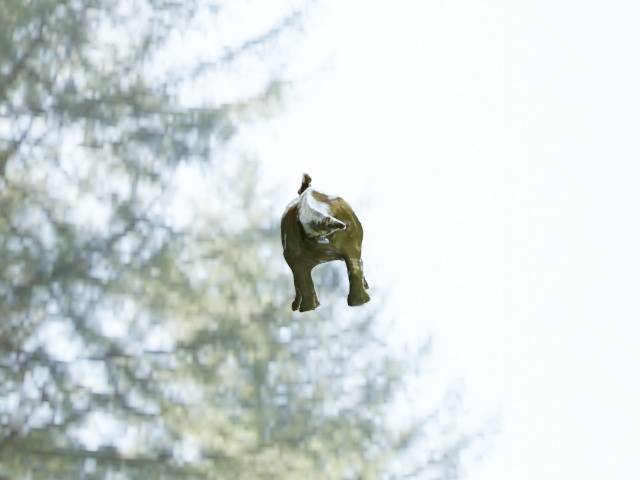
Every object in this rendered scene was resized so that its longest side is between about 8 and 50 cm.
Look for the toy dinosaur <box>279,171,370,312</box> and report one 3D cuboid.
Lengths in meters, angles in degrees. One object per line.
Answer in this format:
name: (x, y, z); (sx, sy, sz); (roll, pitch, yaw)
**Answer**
toy dinosaur: (0.001, 0.003, 0.554); (0.026, 0.113, 0.041); (-10, -81, -1)
